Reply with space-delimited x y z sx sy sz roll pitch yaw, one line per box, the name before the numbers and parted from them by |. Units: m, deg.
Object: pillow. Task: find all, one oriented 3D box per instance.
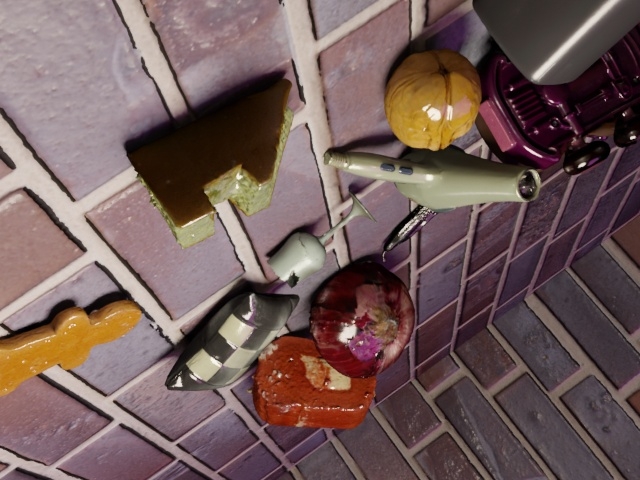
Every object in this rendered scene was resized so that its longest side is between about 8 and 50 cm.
pillow | -0.161 0.182 1.658 0.250 0.106 0.186 -47 158 13

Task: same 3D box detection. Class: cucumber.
cucumber | 0.179 -0.024 1.876 0.163 0.043 0.039 -41 -159 17

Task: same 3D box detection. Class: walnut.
walnut | 0.166 -0.207 1.337 0.144 0.144 0.180 -36 162 -5

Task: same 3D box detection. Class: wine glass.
wine glass | 0.000 0.000 1.575 0.195 0.079 0.079 -40 159 3

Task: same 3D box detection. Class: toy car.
toy car | 0.393 -0.244 1.511 0.340 0.271 0.240 -27 177 -18

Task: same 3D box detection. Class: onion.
onion | 0.074 0.165 1.905 0.252 0.219 0.252 -13 109 -42

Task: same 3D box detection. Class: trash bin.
trash bin | 0.366 -0.369 1.226 0.182 0.209 0.290 -16 156 -46

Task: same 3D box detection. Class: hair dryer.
hair dryer | 0.200 -0.103 1.450 0.298 0.295 0.119 2 95 -56

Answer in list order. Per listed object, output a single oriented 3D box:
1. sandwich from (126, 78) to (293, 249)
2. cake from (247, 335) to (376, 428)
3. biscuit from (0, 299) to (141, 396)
sandwich | -0.110 -0.098 1.134 0.235 0.128 0.122 -31 166 -16
cake | -0.019 0.313 1.985 0.282 0.177 0.151 3 150 -6
biscuit | -0.384 0.146 1.325 0.250 0.036 0.165 -23 156 -24
